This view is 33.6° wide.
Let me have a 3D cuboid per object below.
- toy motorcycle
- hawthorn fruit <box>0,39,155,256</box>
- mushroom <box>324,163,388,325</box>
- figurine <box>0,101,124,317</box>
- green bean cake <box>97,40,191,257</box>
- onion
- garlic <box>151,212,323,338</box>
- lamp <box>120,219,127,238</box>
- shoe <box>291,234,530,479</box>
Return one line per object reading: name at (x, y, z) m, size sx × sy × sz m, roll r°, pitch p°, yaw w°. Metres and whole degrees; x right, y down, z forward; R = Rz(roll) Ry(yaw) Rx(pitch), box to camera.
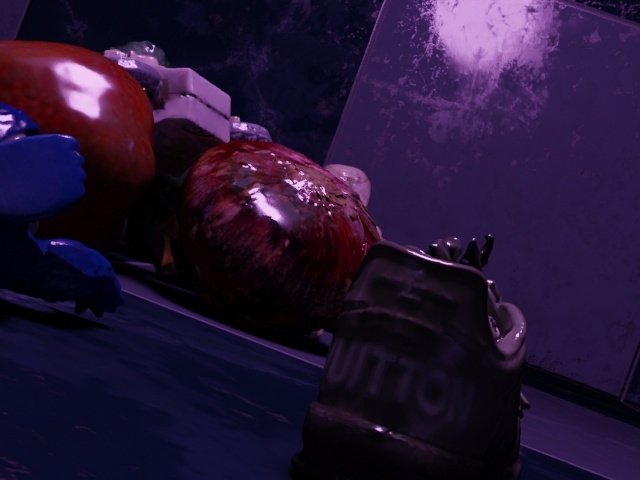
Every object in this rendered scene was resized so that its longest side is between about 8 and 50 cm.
toy motorcycle at (-0.210, -0.138, 1.207) m, size 0.222 × 0.108 × 0.340 m, roll -3°, pitch -11°, yaw 22°
hawthorn fruit at (-0.269, -0.091, 0.919) m, size 0.248 × 0.208 × 0.208 m, roll 30°, pitch -5°, yaw -26°
mushroom at (0.000, 0.000, 1.546) m, size 0.253 × 0.234 × 0.260 m, roll 17°, pitch 0°, yaw 8°
figurine at (-0.222, -0.019, 0.672) m, size 0.164 × 0.120 × 0.262 m, roll 46°, pitch -18°, yaw 13°
green bean cake at (-0.299, -0.106, 1.547) m, size 0.300 × 0.169 × 0.308 m, roll -15°, pitch -50°, yaw 29°
onion at (-0.052, 0.002, 1.173) m, size 0.246 × 0.190 × 0.246 m, roll 22°, pitch 26°, yaw -11°
garlic at (-0.091, 0.035, 1.349) m, size 0.244 × 0.145 × 0.164 m, roll 22°, pitch 32°, yaw 7°
lamp at (-0.312, -0.055, 1.137) m, size 0.214 × 0.121 × 0.121 m, roll 7°, pitch 3°, yaw -13°
shoe at (0.078, 0.070, 0.616) m, size 0.109 × 0.149 × 0.293 m, roll 19°, pitch 1°, yaw 18°
